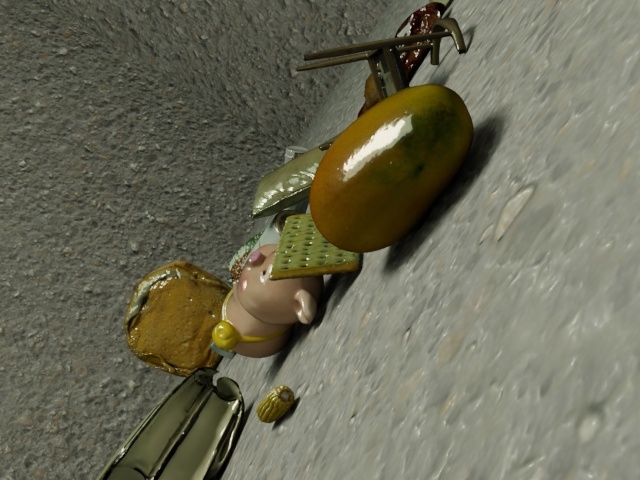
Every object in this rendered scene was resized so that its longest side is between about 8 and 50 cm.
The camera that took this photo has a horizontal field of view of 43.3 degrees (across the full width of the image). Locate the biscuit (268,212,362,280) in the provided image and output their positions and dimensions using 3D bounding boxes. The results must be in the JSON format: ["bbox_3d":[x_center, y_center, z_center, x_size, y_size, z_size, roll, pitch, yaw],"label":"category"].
[{"bbox_3d":[0.000,0.000,1.252,0.231,0.139,0.016,-77,-22,-66],"label":"biscuit"}]

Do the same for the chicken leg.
[{"bbox_3d":[0.165,-0.377,1.752,0.323,0.083,0.177,-56,0,17],"label":"chicken leg"}]

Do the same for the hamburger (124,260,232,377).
[{"bbox_3d":[-0.370,0.209,2.150,0.319,0.318,0.158,-60,10,0],"label":"hamburger"}]

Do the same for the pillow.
[{"bbox_3d":[-0.013,-0.147,1.659,0.302,0.075,0.185,-28,21,15],"label":"pillow"}]

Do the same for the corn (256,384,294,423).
[{"bbox_3d":[-0.061,0.224,1.097,0.092,0.037,0.037,-49,14,51],"label":"corn"}]

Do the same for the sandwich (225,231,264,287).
[{"bbox_3d":[-0.152,0.061,1.904,0.235,0.079,0.159,-20,45,46],"label":"sandwich"}]

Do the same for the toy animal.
[{"bbox_3d":[-0.089,0.106,1.325,0.248,0.149,0.165,-43,26,42],"label":"toy animal"}]

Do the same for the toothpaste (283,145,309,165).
[{"bbox_3d":[-0.069,-0.094,1.966,0.096,0.061,0.266,-82,-3,-72],"label":"toothpaste"}]

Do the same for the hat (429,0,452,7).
[{"bbox_3d":[0.263,-0.628,1.815,0.257,0.130,0.257,-57,9,14],"label":"hat"}]

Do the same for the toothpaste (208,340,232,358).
[{"bbox_3d":[-0.182,0.142,2.036,0.081,0.067,0.337,-53,10,44],"label":"toothpaste"}]

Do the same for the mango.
[{"bbox_3d":[0.087,-0.092,0.972,0.254,0.139,0.176,-44,28,36],"label":"mango"}]

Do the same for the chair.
[{"bbox_3d":[0.115,-0.261,1.371,0.272,0.166,0.188,-17,6,-4],"label":"chair"}]

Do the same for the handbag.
[{"bbox_3d":[-0.276,0.391,1.416,0.358,0.160,0.237,-49,8,50],"label":"handbag"}]

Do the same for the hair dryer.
[{"bbox_3d":[-0.061,-0.054,1.800,0.173,0.107,0.357,-50,15,40],"label":"hair dryer"}]
